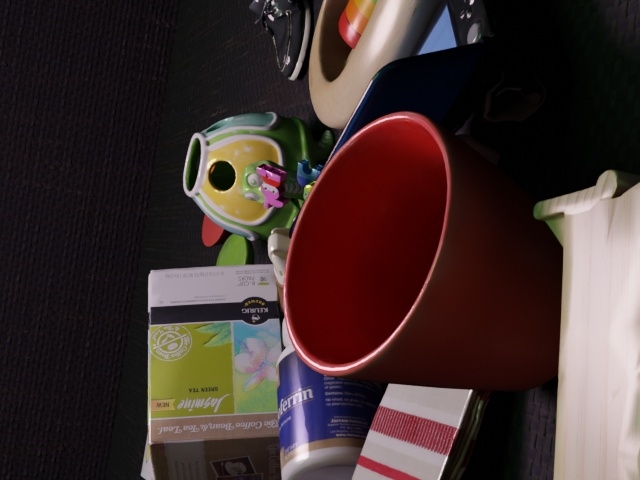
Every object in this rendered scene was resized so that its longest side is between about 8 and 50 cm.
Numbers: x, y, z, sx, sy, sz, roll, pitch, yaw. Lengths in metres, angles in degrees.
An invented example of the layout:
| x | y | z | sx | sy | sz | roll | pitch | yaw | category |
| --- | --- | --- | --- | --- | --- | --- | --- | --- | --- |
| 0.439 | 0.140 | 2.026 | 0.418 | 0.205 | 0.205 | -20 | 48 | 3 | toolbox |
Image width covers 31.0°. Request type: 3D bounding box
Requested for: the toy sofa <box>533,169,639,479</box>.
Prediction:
| x | y | z | sx | sy | sz | roll | pitch | yaw | category |
| --- | --- | --- | --- | --- | --- | --- | --- | --- | --- |
| 0.278 | 0.131 | 0.952 | 0.177 | 0.150 | 0.362 | -20 | 62 | 63 | toy sofa |

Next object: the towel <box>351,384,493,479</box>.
| x | y | z | sx | sy | sz | roll | pitch | yaw | category |
| --- | --- | --- | --- | --- | --- | --- | --- | --- | --- |
| 0.128 | 0.217 | 1.400 | 0.328 | 0.037 | 0.237 | -68 | 19 | -9 | towel |

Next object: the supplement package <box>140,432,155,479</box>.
| x | y | z | sx | sy | sz | roll | pitch | yaw | category |
| --- | --- | --- | --- | --- | --- | --- | --- | --- | --- |
| -0.266 | 0.405 | 2.362 | 0.194 | 0.149 | 0.203 | 172 | 108 | -70 | supplement package |

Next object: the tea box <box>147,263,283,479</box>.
| x | y | z | sx | sy | sz | roll | pitch | yaw | category |
| --- | --- | --- | --- | --- | --- | --- | --- | --- | --- |
| -0.169 | 0.265 | 1.920 | 0.329 | 0.220 | 0.323 | 93 | 171 | -53 | tea box |

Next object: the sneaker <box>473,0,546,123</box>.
| x | y | z | sx | sy | sz | roll | pitch | yaw | category |
| --- | --- | --- | --- | --- | --- | --- | --- | --- | --- |
| 0.230 | -0.247 | 1.360 | 0.163 | 0.086 | 0.226 | -113 | 38 | -54 | sneaker |

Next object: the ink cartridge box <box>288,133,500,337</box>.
| x | y | z | sx | sy | sz | roll | pitch | yaw | category |
| --- | --- | --- | --- | --- | --- | --- | --- | --- | --- |
| 0.092 | 0.013 | 1.509 | 0.261 | 0.066 | 0.296 | 3 | 72 | 59 | ink cartridge box |

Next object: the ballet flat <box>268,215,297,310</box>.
| x | y | z | sx | sy | sz | roll | pitch | yaw | category |
| --- | --- | --- | --- | --- | --- | --- | --- | --- | --- |
| 0.000 | 0.000 | 1.727 | 0.342 | 0.124 | 0.116 | -38 | 47 | 43 | ballet flat |

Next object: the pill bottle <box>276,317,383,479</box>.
| x | y | z | sx | sy | sz | roll | pitch | yaw | category |
| --- | --- | --- | --- | --- | --- | --- | --- | --- | --- |
| 0.014 | 0.226 | 1.651 | 0.153 | 0.153 | 0.264 | 122 | 152 | -47 | pill bottle |

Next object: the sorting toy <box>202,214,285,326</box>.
| x | y | z | sx | sy | sz | roll | pitch | yaw | category |
| --- | --- | --- | --- | --- | --- | --- | --- | --- | --- |
| -0.127 | 0.045 | 2.203 | 0.127 | 0.126 | 0.365 | -57 | 33 | 28 | sorting toy |

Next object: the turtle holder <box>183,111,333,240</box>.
| x | y | z | sx | sy | sz | roll | pitch | yaw | category |
| --- | --- | --- | --- | --- | --- | --- | --- | --- | --- |
| -0.116 | -0.100 | 2.055 | 0.320 | 0.228 | 0.243 | -106 | 32 | -52 | turtle holder |

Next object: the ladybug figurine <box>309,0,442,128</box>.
| x | y | z | sx | sy | sz | roll | pitch | yaw | category |
| --- | --- | --- | --- | --- | --- | --- | --- | --- | --- |
| 0.120 | -0.331 | 1.593 | 0.449 | 0.162 | 0.305 | 123 | 151 | -50 | ladybug figurine |

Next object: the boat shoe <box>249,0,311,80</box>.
| x | y | z | sx | sy | sz | roll | pitch | yaw | category |
| --- | --- | --- | --- | --- | --- | --- | --- | --- | --- |
| -0.087 | -0.478 | 2.321 | 0.127 | 0.113 | 0.340 | 138 | 137 | -61 | boat shoe |

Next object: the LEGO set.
| x | y | z | sx | sy | sz | roll | pitch | yaw | category |
| --- | --- | --- | --- | --- | --- | --- | --- | --- | --- |
| 0.012 | -0.055 | 1.843 | 0.227 | 0.087 | 0.093 | 23 | 125 | 26 | LEGO set |

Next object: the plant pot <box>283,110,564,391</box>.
| x | y | z | sx | sy | sz | roll | pitch | yaw | category |
| --- | --- | --- | --- | --- | --- | --- | --- | --- | --- |
| 0.135 | 0.035 | 1.197 | 0.275 | 0.243 | 0.274 | -35 | 44 | 44 | plant pot |

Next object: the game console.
| x | y | z | sx | sy | sz | roll | pitch | yaw | category |
| --- | --- | --- | --- | --- | --- | --- | --- | --- | --- |
| 0.077 | -0.164 | 1.353 | 0.293 | 0.173 | 0.250 | 121 | 152 | -44 | game console |
